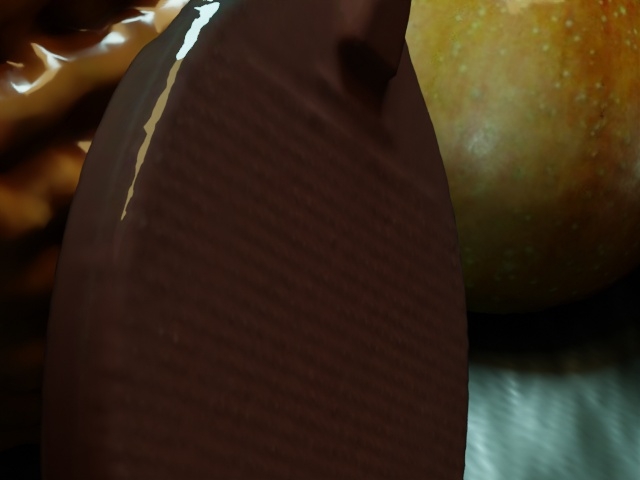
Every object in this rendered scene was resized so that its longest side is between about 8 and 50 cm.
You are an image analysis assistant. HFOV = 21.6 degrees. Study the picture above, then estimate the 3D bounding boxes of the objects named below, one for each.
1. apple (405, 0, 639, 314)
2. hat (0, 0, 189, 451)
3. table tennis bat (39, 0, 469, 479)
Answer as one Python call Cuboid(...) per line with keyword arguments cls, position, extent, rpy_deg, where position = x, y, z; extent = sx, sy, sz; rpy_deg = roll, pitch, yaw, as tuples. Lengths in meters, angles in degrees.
Cuboid(cls="apple", position=(0.071, -0.075, 0.777), extent=(0.210, 0.173, 0.235), rpy_deg=(-9, 32, -44))
Cuboid(cls="hat", position=(-0.186, -0.007, 0.427), extent=(0.285, 0.285, 0.400), rpy_deg=(20, 44, 12))
Cuboid(cls="table tennis bat", position=(0.000, 0.000, 0.450), extent=(0.038, 0.310, 0.200), rpy_deg=(-2, -17, 26))
